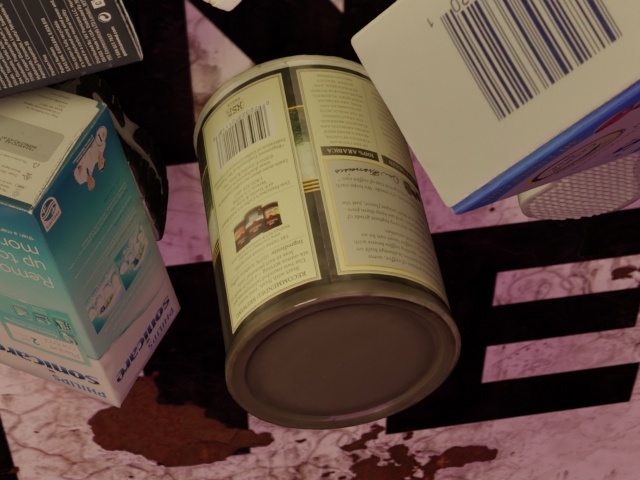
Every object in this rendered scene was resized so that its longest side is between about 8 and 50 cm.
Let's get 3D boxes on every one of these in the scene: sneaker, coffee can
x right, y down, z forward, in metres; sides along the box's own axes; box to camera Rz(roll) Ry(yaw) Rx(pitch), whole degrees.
[{"bbox_3d":[-0.206,-0.070,1.466,0.094,0.081,0.208,-14,137,16],"label":"sneaker"},{"bbox_3d":[0.248,-0.108,1.502,0.126,0.128,0.321,-4,166,0],"label":"sneaker"},{"bbox_3d":[0.000,0.000,1.435,0.201,0.275,0.202,-7,142,-5],"label":"coffee can"}]

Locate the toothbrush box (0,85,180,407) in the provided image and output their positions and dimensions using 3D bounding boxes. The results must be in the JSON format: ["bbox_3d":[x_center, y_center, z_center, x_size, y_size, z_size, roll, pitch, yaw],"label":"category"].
[{"bbox_3d":[-0.269,-0.008,1.403,0.216,0.126,0.295,18,149,21],"label":"toothbrush box"}]

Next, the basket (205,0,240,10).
[{"bbox_3d":[-0.071,-0.277,1.207,0.103,0.113,0.167,21,132,-29],"label":"basket"}]

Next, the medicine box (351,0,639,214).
[{"bbox_3d":[0.219,-0.164,1.112,0.263,0.149,0.289,-36,169,39],"label":"medicine box"}]

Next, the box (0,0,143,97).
[{"bbox_3d":[-0.251,-0.198,1.224,0.207,0.153,0.108,-15,141,3],"label":"box"}]
